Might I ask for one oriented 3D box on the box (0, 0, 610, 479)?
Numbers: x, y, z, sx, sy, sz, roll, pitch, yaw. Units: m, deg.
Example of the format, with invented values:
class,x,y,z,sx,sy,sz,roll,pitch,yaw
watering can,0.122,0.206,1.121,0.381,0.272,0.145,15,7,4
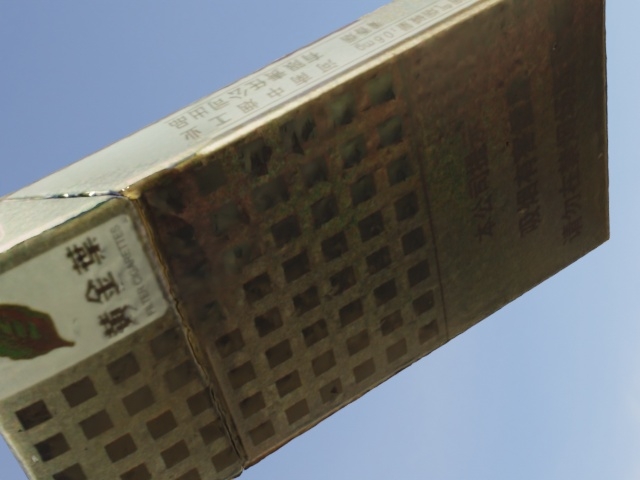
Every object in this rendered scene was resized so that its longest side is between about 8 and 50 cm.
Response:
class,x,y,z,sx,sy,sz,roll,pitch,yaw
box,0.000,0.001,0.485,0.325,0.047,0.180,-30,-48,-18
